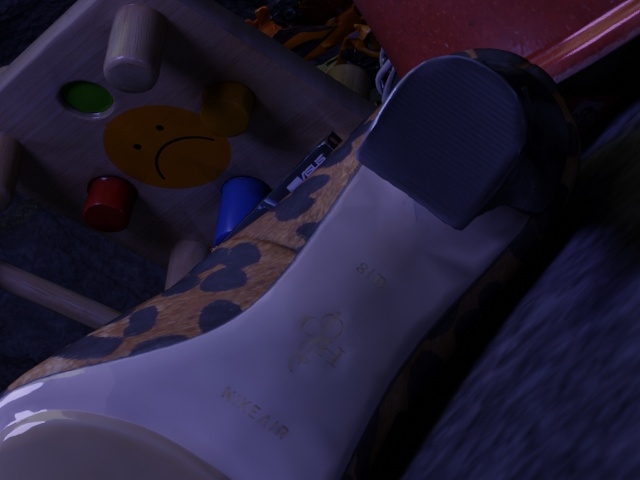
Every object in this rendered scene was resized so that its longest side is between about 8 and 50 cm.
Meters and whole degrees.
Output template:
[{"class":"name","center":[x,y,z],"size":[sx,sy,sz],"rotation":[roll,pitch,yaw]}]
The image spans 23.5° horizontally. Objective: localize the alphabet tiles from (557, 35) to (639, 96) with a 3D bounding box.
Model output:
[{"class":"alphabet tiles","center":[0.131,-0.104,0.804],"size":[0.285,0.011,0.342],"rotation":[-47,5,-19]}]

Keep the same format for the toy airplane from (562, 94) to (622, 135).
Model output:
[{"class":"toy airplane","center":[0.051,-0.015,0.602],"size":[0.151,0.028,0.151],"rotation":[-43,11,10]}]

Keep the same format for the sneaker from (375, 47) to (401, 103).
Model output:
[{"class":"sneaker","center":[0.041,-0.117,0.836],"size":[0.086,0.132,0.228],"rotation":[-43,5,36]}]

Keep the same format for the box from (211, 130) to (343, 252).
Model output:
[{"class":"box","center":[0.000,0.000,0.726],"size":[0.083,0.067,0.018],"rotation":[-43,6,24]}]

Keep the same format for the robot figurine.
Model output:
[{"class":"robot figurine","center":[-0.008,-0.133,1.284],"size":[0.291,0.211,0.085],"rotation":[-29,49,14]}]

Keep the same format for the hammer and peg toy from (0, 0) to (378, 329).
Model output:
[{"class":"hammer and peg toy","center":[-0.140,-0.051,1.173],"size":[0.361,0.266,0.127],"rotation":[-34,38,39]}]

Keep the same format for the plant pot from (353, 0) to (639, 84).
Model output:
[{"class":"plant pot","center":[0.068,-0.229,0.621],"size":[0.272,0.265,0.272],"rotation":[-36,11,8]}]

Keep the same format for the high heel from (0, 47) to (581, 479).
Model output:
[{"class":"high heel","center":[-0.018,0.047,0.483],"size":[0.261,0.093,0.186],"rotation":[-47,-6,11]}]
